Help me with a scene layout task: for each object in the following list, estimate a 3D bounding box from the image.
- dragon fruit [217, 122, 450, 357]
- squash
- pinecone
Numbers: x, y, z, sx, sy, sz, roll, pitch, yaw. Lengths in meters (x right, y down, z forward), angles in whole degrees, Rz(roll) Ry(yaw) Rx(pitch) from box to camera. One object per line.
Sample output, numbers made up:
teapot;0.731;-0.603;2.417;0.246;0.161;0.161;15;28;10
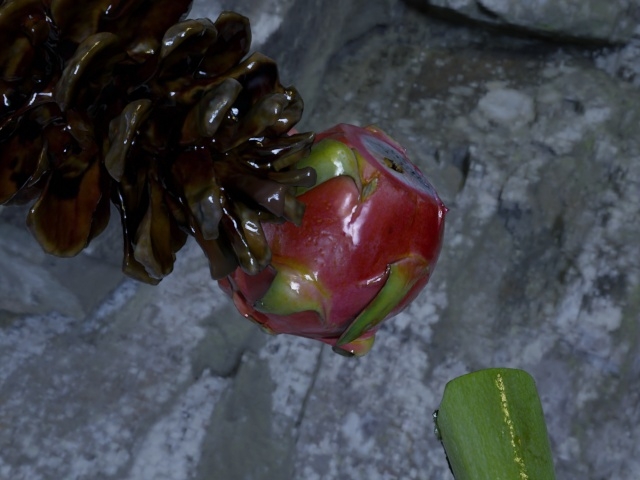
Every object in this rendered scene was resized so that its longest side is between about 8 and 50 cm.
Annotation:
dragon fruit;0.004;-0.002;0.823;0.227;0.224;0.224;-50;168;11
squash;0.144;0.204;0.648;0.075;0.090;0.200;126;-34;-50
pinecone;-0.140;-0.085;0.624;0.244;0.309;0.244;-35;146;-28
